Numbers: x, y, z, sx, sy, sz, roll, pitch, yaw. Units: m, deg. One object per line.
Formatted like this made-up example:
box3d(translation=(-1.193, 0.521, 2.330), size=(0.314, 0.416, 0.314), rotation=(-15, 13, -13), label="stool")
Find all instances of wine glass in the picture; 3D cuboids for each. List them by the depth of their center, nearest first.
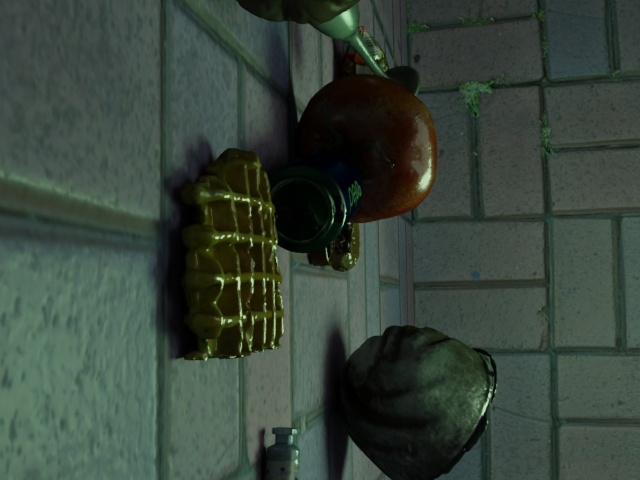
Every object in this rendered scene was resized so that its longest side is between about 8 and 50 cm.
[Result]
box3d(translation=(-0.016, -0.341, 1.317), size=(0.096, 0.264, 0.309), rotation=(-56, 136, -9), label="wine glass")

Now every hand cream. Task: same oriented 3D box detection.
box3d(translation=(-0.051, 0.321, 1.065), size=(0.065, 0.043, 0.171), rotation=(31, 62, -70), label="hand cream")

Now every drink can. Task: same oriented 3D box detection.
box3d(translation=(-0.008, -0.058, 1.148), size=(0.205, 0.118, 0.118), rotation=(-49, 136, -72), label="drink can")

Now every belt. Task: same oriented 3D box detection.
box3d(translation=(0.000, 0.000, 1.390), size=(0.059, 0.036, 0.083), rotation=(21, 68, -71), label="belt")

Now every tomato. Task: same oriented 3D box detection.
box3d(translation=(0.058, -0.126, 1.273), size=(0.095, 0.236, 0.237), rotation=(-39, 128, -56), label="tomato")

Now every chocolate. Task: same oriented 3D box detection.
box3d(translation=(0.149, 0.274, 1.559), size=(0.213, 0.303, 0.303), rotation=(36, 33, -15), label="chocolate")

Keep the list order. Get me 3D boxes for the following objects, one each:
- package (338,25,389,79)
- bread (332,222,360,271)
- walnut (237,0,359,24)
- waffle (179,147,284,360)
box3d(translation=(0.098, -0.298, 1.756), size=(0.288, 0.108, 0.224), rotation=(14, 76, -81), label="package")
box3d(translation=(0.036, 0.005, 1.504), size=(0.082, 0.060, 0.113), rotation=(71, 23, -55), label="bread")
box3d(translation=(-0.019, -0.350, 0.947), size=(0.224, 0.224, 0.224), rotation=(-2, 90, -79), label="walnut")
box3d(translation=(-0.091, 0.008, 0.875), size=(0.229, 0.057, 0.219), rotation=(18, 71, -77), label="waffle")
